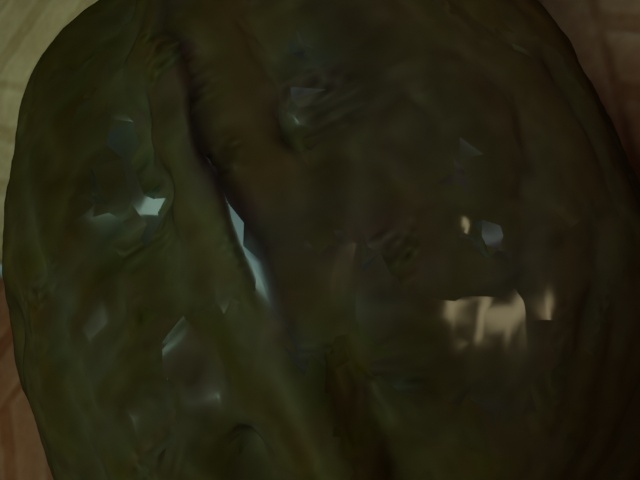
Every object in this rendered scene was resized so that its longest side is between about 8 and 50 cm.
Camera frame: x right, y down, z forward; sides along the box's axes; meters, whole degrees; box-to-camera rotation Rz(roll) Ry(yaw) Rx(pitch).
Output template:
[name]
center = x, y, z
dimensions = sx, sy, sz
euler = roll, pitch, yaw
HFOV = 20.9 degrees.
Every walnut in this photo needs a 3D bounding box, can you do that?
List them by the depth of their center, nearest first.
[walnut]
center = 0.002, 0.001, 0.824
dimensions = 0.306, 0.306, 0.344
euler = -26, 65, 29
